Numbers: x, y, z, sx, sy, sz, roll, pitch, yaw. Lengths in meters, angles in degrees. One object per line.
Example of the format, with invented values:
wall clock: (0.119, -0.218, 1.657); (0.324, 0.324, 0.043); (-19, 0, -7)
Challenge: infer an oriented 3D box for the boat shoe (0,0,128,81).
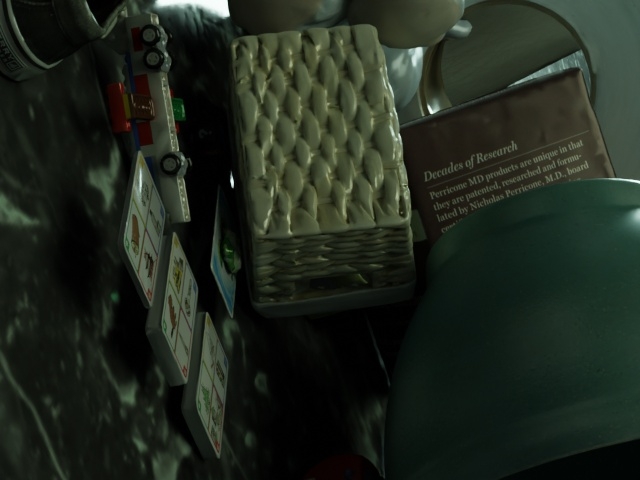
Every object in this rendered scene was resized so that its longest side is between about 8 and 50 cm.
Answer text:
boat shoe: (-0.130, -0.163, 0.975); (0.219, 0.070, 0.078); (-82, 149, -53)

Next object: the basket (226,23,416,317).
basket: (0.000, -0.048, 1.124); (0.103, 0.113, 0.167); (90, -8, -63)

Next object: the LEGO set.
LEGO set: (-0.095, -0.018, 1.017); (0.244, 0.060, 0.182); (-87, 165, -45)

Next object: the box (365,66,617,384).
box: (0.123, -0.003, 1.308); (0.203, 0.167, 0.168); (70, -20, -2)

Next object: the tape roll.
tape roll: (0.165, -0.139, 1.466); (0.100, 0.286, 0.286); (-50, 120, -70)

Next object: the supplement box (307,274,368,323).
supplement box: (0.000, 0.000, 1.218); (0.083, 0.056, 0.083); (48, 29, -52)

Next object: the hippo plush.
hippo plush: (0.005, -0.215, 1.279); (0.236, 0.234, 0.294); (99, 9, -62)

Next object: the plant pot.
plant pot: (0.170, 0.083, 1.102); (0.293, 0.293, 0.196); (39, 36, -59)

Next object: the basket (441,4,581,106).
basket: (0.171, -0.228, 1.661); (0.154, 0.227, 0.204); (-91, 155, -43)

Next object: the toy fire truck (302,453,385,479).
toy fire truck: (0.001, 0.192, 1.050); (0.192, 0.047, 0.135); (-86, 152, -48)
